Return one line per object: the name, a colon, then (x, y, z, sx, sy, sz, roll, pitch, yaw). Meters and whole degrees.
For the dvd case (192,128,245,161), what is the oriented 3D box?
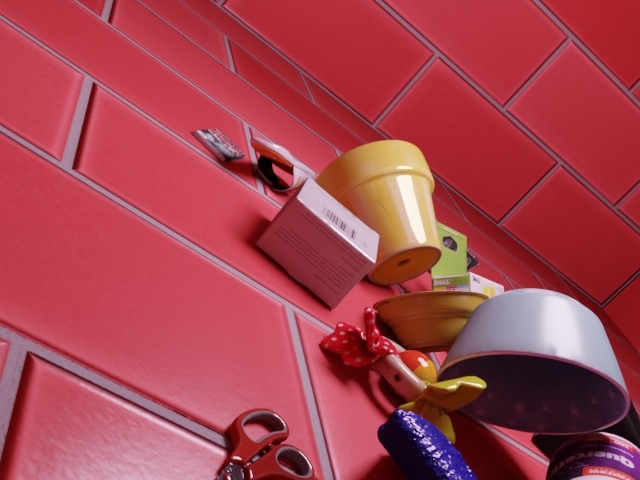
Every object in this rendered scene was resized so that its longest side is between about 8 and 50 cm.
dvd case: (-0.208, -0.197, 1.652, 0.087, 0.013, 0.119, 43, 15, 4)

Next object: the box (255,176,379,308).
box: (0.000, 0.000, 1.439, 0.181, 0.119, 0.182, 40, 16, -6)

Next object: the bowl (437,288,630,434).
bowl: (0.362, 0.195, 1.366, 0.312, 0.312, 0.163, 33, 53, -28)

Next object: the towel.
towel: (0.195, 0.341, 0.976, 0.308, 0.076, 0.227, 50, -6, 21)

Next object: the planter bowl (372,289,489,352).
planter bowl: (0.208, 0.158, 1.484, 0.217, 0.217, 0.090, 19, 62, -53)

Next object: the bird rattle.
bird rattle: (0.126, 0.216, 1.266, 0.254, 0.143, 0.207, 34, 1, 20)

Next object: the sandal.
sandal: (-0.095, -0.148, 1.669, 0.102, 0.076, 0.265, 23, -2, 20)

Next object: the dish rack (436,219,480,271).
dish rack: (0.325, 0.027, 2.195, 0.208, 0.074, 0.271, 44, 17, 10)

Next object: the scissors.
scissors: (-0.095, 0.234, 0.818, 0.109, 0.021, 0.297, 50, 19, 18)

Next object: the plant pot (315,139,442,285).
plant pot: (0.139, -0.044, 1.698, 0.254, 0.254, 0.238, 20, 44, -52)

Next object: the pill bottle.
pill bottle: (0.435, 0.427, 1.243, 0.181, 0.181, 0.323, 45, 16, 11)

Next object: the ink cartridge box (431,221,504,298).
ink cartridge box: (0.324, 0.091, 1.754, 0.189, 0.097, 0.255, 20, 67, -53)

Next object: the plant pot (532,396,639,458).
plant pot: (0.568, 0.408, 1.631, 0.166, 0.188, 0.187, 60, 20, 12)
